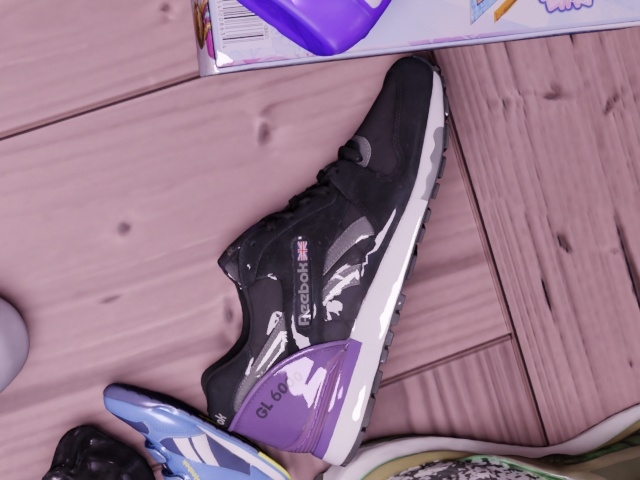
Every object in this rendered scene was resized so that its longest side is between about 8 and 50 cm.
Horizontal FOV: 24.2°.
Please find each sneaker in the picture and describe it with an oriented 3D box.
[{"bbox_3d":[0.204,0.205,1.024,0.410,0.182,0.158,-7,95,-14],"label":"sneaker"},{"bbox_3d":[0.000,0.000,1.000,0.124,0.107,0.283,17,83,-5],"label":"sneaker"},{"bbox_3d":[-0.091,0.146,1.014,0.144,0.053,0.059,33,88,-13],"label":"sneaker"}]

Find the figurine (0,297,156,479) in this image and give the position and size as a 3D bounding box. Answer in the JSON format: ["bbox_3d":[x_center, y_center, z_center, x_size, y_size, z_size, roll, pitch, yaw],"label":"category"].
[{"bbox_3d":[-0.197,0.141,0.898,0.092,0.209,0.215,-36,101,9],"label":"figurine"}]

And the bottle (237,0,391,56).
[{"bbox_3d":[0.046,-0.256,0.931,0.118,0.092,0.283,35,85,-14],"label":"bottle"}]

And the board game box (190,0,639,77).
[{"bbox_3d":[0.056,-0.286,1.015,0.317,0.066,0.319,-7,95,-13],"label":"board game box"}]
